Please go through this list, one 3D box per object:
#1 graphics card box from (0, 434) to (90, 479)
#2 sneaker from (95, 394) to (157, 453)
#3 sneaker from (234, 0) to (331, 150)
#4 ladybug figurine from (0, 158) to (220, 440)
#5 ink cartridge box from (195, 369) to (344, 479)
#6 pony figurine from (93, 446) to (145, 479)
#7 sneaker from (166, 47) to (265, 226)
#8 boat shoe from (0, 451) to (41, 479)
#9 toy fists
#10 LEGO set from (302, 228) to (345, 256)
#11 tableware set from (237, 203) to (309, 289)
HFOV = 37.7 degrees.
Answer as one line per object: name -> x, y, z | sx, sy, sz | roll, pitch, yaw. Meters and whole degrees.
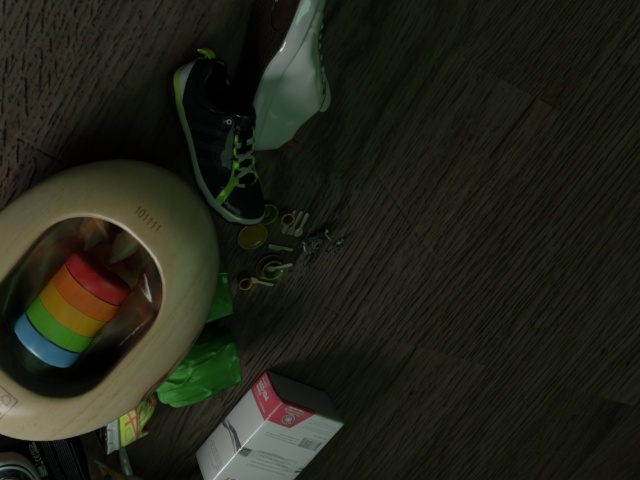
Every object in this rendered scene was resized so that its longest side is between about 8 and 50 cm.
graphics card box -> -0.556, 0.344, 1.423 | 0.370, 0.094, 0.233 | -17, 130, -12
sneaker -> -0.305, 0.248, 1.490 | 0.094, 0.081, 0.209 | -10, 135, -28
sneaker -> -0.031, -0.242, 1.231 | 0.123, 0.106, 0.290 | 0, 136, -29
ladybug figurine -> -0.317, 0.077, 1.253 | 0.305, 0.162, 0.449 | 44, 102, -10
ink cartridge box -> -0.092, 0.352, 1.656 | 0.158, 0.092, 0.218 | 28, 108, -38
pony figurine -> -0.282, 0.556, 1.636 | 0.363, 0.302, 0.351 | 25, 79, -34
sneaker -> -0.121, -0.130, 1.200 | 0.084, 0.097, 0.235 | -33, 101, -49
boat shoe -> -0.463, 0.463, 1.404 | 0.108, 0.102, 0.301 | -4, 114, -26
toy fists -> -0.211, 0.138, 1.435 | 0.142, 0.096, 0.279 | -19, 130, -22
LEGO set -> -0.001, 0.002, 1.483 | 0.054, 0.023, 0.083 | -43, 145, 13
tableware set -> -0.083, 0.013, 1.445 | 0.104, 0.024, 0.154 | 12, 119, -32
